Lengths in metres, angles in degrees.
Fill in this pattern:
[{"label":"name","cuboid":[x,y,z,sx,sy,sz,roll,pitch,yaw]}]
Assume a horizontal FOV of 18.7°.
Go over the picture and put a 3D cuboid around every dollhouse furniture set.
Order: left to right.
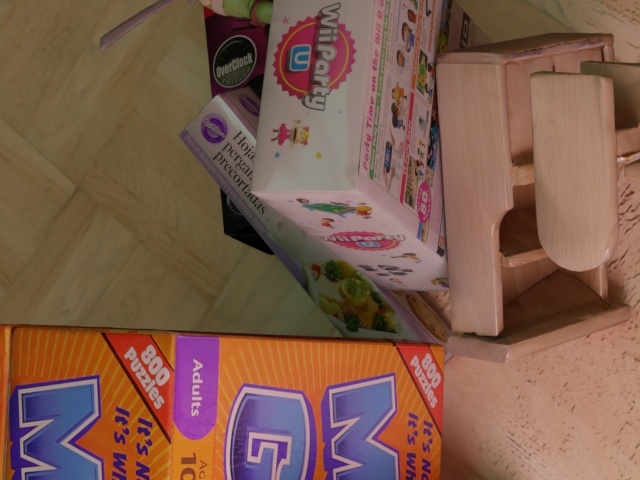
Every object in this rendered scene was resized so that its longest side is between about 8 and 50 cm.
[{"label":"dollhouse furniture set","cuboid":[0.293,-0.027,1.525,0.394,0.362,0.256,7,105,45]}]

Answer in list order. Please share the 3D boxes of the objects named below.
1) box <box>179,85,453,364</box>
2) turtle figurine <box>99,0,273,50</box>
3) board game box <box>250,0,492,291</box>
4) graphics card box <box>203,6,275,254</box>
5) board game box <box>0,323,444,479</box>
[{"label":"box","cuboid":[0.000,0.000,1.798,0.063,0.067,0.324,-44,79,26]},{"label":"turtle figurine","cuboid":[-0.041,-0.294,1.789,0.198,0.275,0.266,115,161,-44]},{"label":"board game box","cuboid":[0.057,-0.100,1.628,0.097,0.303,0.224,0,74,23]},{"label":"graphics card box","cuboid":[0.003,-0.193,1.930,0.233,0.094,0.371,-18,66,28]},{"label":"board game box","cuboid":[-0.143,0.254,1.660,0.356,0.356,0.356,0,86,38]}]
